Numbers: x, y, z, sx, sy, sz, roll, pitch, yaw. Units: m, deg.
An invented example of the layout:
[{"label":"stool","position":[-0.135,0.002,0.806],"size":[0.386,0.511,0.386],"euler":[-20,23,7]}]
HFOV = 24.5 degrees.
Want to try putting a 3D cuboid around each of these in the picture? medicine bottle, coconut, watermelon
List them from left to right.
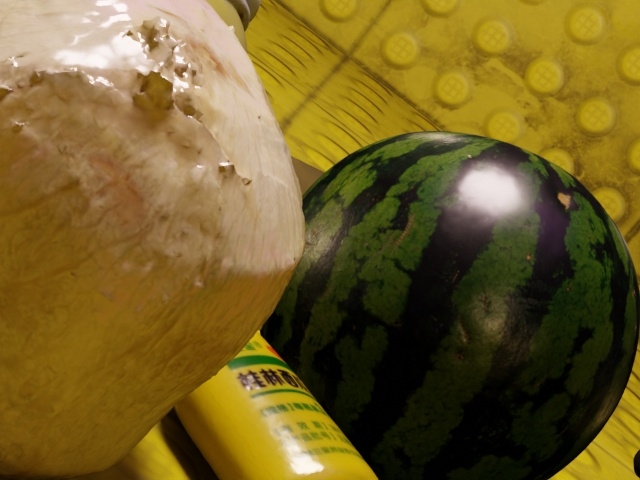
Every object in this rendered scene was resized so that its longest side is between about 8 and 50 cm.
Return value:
[{"label":"coconut","position":[-0.148,-0.032,0.827],"size":[0.297,0.254,0.297],"euler":[34,15,-10]},{"label":"medicine bottle","position":[-0.069,0.089,1.006],"size":[0.111,0.076,0.309],"euler":[23,19,-49]},{"label":"watermelon","position":[0.097,0.057,1.097],"size":[0.285,0.285,0.285],"euler":[35,14,-10]}]

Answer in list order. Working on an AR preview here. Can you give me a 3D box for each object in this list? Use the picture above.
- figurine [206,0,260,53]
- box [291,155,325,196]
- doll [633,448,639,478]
[{"label":"figurine","position":[-0.129,-0.157,1.410],"size":[0.224,0.205,0.382],"euler":[18,31,-38]},{"label":"box","position":[0.000,0.000,1.431],"size":[0.201,0.090,0.144],"euler":[24,19,-45]},{"label":"doll","position":[0.344,0.327,1.113],"size":[0.382,0.252,0.379],"euler":[-2,73,-64]}]
